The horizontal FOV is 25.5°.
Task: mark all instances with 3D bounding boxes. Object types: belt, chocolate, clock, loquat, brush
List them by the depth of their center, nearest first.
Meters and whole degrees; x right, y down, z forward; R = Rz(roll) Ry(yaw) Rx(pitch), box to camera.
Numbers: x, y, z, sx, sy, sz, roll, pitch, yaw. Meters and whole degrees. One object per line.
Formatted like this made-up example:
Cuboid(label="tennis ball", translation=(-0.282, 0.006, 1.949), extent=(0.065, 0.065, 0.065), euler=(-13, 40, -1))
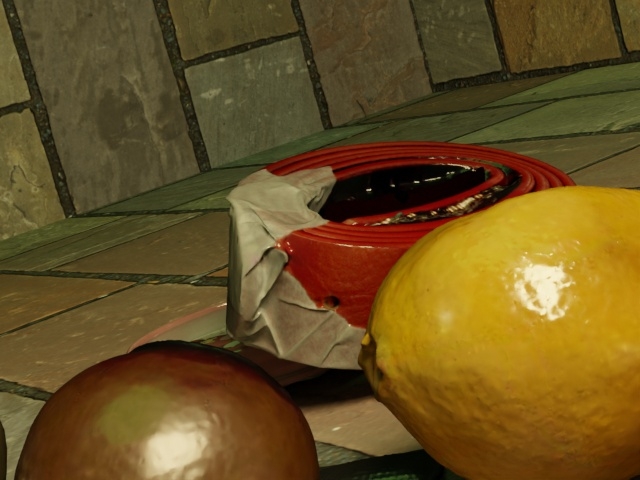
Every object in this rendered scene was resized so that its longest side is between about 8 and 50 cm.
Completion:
Cuboid(label="chocolate", translation=(-0.089, 0.144, 0.775), extent=(0.177, 0.176, 0.177), euler=(-15, 10, 3))
Cuboid(label="loquat", translation=(0.137, 0.055, 0.801), extent=(0.234, 0.176, 0.187), euler=(-8, 7, -22))
Cuboid(label="brush", translation=(-0.015, 0.160, 0.911), extent=(0.193, 0.016, 0.063), euler=(-13, 9, 11))
Cuboid(label="belt", translation=(0.059, 0.007, 1.149), extent=(0.324, 0.115, 0.227), euler=(-10, 25, -32))
Cuboid(label="clock", translation=(-0.058, 0.094, 1.238), extent=(0.244, 0.056, 0.244), euler=(-15, 9, 2))

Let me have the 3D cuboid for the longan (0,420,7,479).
Cuboid(label="longan", translation=(-0.304, 0.156, 0.907), extent=(0.212, 0.198, 0.198), euler=(-20, 9, 9))
